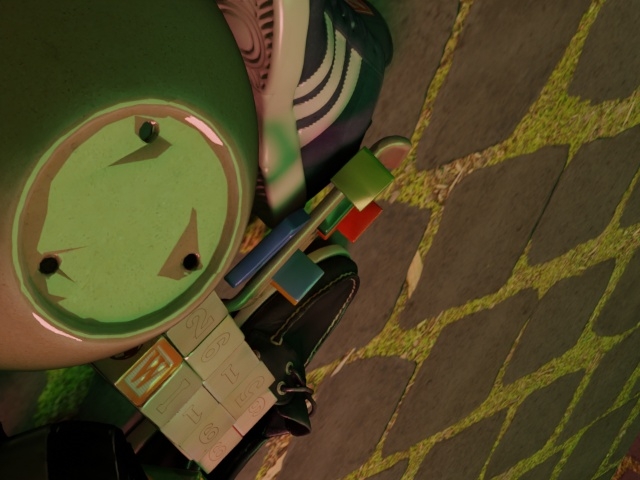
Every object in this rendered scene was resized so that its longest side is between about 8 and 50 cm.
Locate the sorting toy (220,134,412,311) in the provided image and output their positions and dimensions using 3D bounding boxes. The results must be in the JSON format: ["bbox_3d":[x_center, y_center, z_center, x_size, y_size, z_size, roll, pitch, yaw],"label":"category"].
[{"bbox_3d":[0.000,0.000,1.098,0.196,0.047,0.347,-43,179,-1],"label":"sorting toy"}]

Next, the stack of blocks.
[{"bbox_3d":[-0.125,0.076,1.023,0.087,0.171,0.297,-46,153,-11],"label":"stack of blocks"}]

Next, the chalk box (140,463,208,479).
[{"bbox_3d":[-0.196,0.258,1.144,0.132,0.213,0.132,68,30,-63],"label":"chalk box"}]

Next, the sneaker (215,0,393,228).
[{"bbox_3d":[-0.017,-0.152,0.963,0.148,0.131,0.350,-40,161,-19],"label":"sneaker"}]

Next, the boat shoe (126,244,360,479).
[{"bbox_3d":[-0.062,0.155,1.282,0.340,0.113,0.127,-45,152,-13],"label":"boat shoe"}]

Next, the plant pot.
[{"bbox_3d":[-0.143,-0.043,0.724,0.284,0.191,0.284,-16,120,-30],"label":"plant pot"}]

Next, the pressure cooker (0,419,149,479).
[{"bbox_3d":[-0.269,0.334,0.841,0.420,0.375,0.370,-18,134,-5],"label":"pressure cooker"}]
